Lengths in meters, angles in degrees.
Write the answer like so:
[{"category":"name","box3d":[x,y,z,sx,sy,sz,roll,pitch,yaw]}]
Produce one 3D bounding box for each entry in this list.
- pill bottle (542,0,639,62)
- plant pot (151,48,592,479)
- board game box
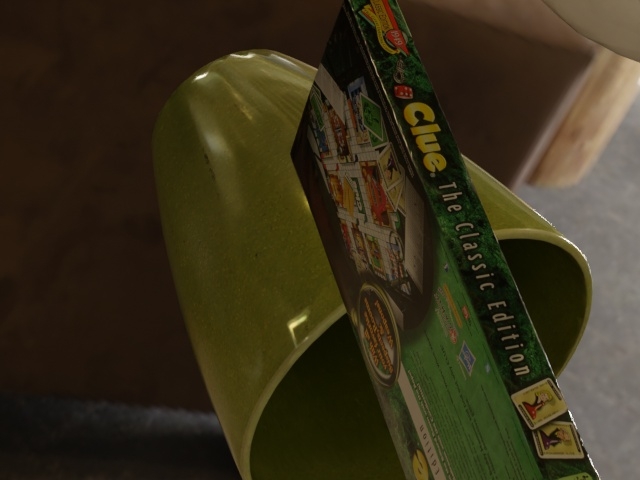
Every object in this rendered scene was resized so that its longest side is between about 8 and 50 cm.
[{"category":"pill bottle","box3d":[0.168,-0.207,0.614,0.162,0.162,0.278,25,49,-4]},{"category":"plant pot","box3d":[0.000,0.000,1.139,0.275,0.275,0.293,-2,43,-38]},{"category":"board game box","box3d":[0.047,0.026,0.736,0.030,0.136,0.259,-8,62,-22]}]
